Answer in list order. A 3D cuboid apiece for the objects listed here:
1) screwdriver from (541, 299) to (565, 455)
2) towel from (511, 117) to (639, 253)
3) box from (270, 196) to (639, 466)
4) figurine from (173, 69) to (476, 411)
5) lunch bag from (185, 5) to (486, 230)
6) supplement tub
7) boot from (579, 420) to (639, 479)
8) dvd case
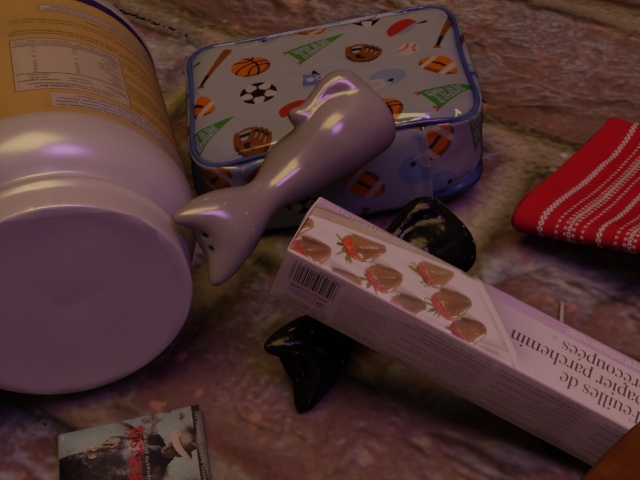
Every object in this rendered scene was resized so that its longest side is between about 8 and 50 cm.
[{"bbox_3d":[0.194,0.104,0.934,0.024,0.025,0.170,3,45,12],"label":"screwdriver"},{"bbox_3d":[0.327,-0.045,1.003,0.275,0.031,0.199,12,40,44],"label":"towel"},{"bbox_3d":[0.120,0.077,0.859,0.324,0.067,0.063,27,51,4],"label":"box"},{"bbox_3d":[0.000,0.000,0.955,0.209,0.215,0.092,-43,18,-26],"label":"figurine"},{"bbox_3d":[0.017,-0.130,1.147,0.303,0.115,0.243,-9,41,1],"label":"lunch bag"},{"bbox_3d":[-0.241,-0.054,1.010,0.241,0.241,0.331,-15,43,-7],"label":"supplement tub"},{"bbox_3d":[0.182,0.251,0.657,0.280,0.096,0.264,-31,29,-15],"label":"boot"},{"bbox_3d":[-0.149,0.178,0.916,0.119,0.013,0.087,-11,43,-4],"label":"dvd case"}]
